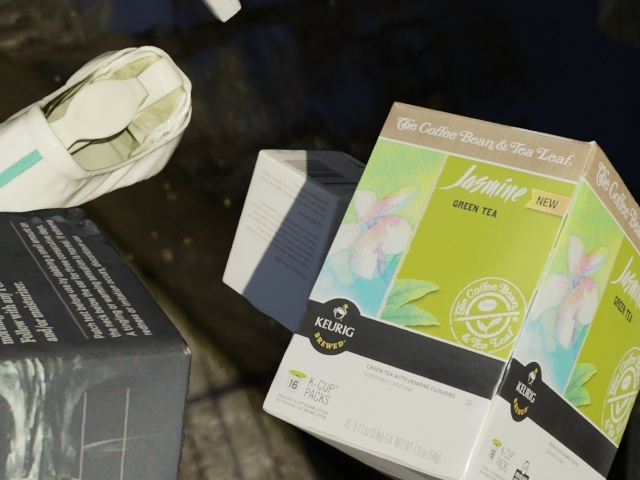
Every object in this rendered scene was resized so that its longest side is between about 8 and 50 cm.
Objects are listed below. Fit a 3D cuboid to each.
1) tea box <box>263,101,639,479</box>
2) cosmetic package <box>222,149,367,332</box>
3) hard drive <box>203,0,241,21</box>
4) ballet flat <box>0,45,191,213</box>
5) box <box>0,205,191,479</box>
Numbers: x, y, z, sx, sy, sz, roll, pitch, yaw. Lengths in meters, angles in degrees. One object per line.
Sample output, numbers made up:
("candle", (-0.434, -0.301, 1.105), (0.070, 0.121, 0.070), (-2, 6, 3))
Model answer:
("tea box", (0.163, 0.089, 1.298), (0.220, 0.329, 0.323), (15, 77, 33))
("cosmetic package", (0.000, 0.000, 1.650), (0.151, 0.151, 0.183), (34, 115, 38))
("hard drive", (-0.234, -0.459, 1.790), (0.233, 0.047, 0.353), (52, -179, 24))
("ballet flat", (-0.202, -0.123, 1.326), (0.139, 0.400, 0.139), (7, 114, 17))
("box", (-0.372, 0.245, 0.933), (0.297, 0.472, 0.480), (-139, 52, -58))
